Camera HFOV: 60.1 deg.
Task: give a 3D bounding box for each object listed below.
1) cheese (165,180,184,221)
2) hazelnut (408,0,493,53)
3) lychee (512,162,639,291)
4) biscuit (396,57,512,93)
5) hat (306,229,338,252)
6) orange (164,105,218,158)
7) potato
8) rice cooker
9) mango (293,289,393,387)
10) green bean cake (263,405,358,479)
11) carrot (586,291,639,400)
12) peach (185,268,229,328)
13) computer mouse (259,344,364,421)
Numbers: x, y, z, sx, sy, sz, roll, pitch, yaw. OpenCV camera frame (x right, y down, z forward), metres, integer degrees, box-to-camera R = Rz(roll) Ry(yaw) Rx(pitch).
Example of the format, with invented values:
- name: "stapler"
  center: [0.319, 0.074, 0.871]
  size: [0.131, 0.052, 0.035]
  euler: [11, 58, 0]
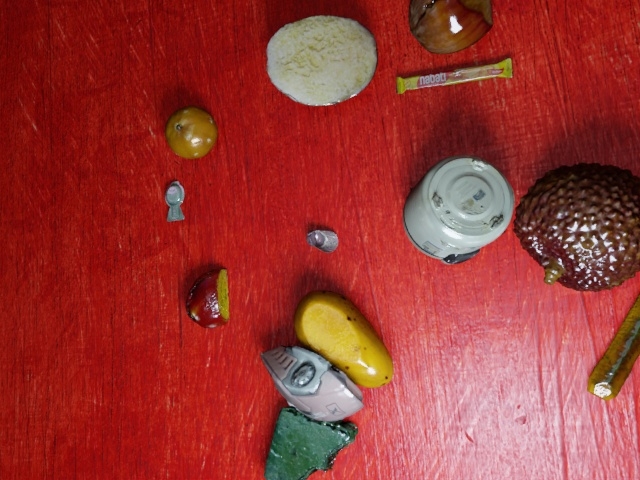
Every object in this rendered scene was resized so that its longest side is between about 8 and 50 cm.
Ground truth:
- name: "cheese"
  center: [-0.435, -0.118, 1.654]
  size: [0.067, 0.026, 0.120]
  euler: [-6, 81, 19]
- name: "hazelnut"
  center: [0.316, -0.574, 1.370]
  size: [0.181, 0.181, 0.212]
  euler: [-16, 87, -3]
- name: "lychee"
  center: [0.554, -0.030, 1.162]
  size: [0.276, 0.275, 0.304]
  euler: [35, 74, 20]
- name: "biscuit"
  center: [0.338, -0.419, 1.421]
  size: [0.292, 0.026, 0.048]
  euler: [-4, 101, 19]
- name: "hat"
  center: [0.002, 0.001, 1.480]
  size: [0.087, 0.042, 0.058]
  euler: [11, 89, -13]
- name: "orange"
  center: [-0.378, -0.315, 1.610]
  size: [0.156, 0.124, 0.156]
  euler: [-4, 78, 21]
- name: "potato"
  center: [0.008, -0.472, 1.501]
  size: [0.299, 0.116, 0.239]
  euler: [-5, 88, 8]
- name: "rice cooker"
  center: [0.311, -0.067, 1.272]
  size: [0.226, 0.244, 0.225]
  euler: [2, 76, -8]
- name: "mango"
  center: [0.060, 0.243, 1.337]
  size: [0.290, 0.191, 0.160]
  euler: [42, 89, 23]
- name: "green bean cake"
  center: [-0.024, 0.527, 1.376]
  size: [0.194, 0.107, 0.208]
  euler: [16, 89, 18]
- name: "carrot"
  center: [0.674, 0.201, 1.199]
  size: [0.066, 0.066, 0.314]
  euler: [28, 89, 21]
- name: "peach"
  center: [-0.309, 0.159, 1.536]
  size: [0.127, 0.092, 0.172]
  euler: [19, 91, 24]
- name: "computer mouse"
  center: [-0.049, 0.344, 1.325]
  size: [0.389, 0.199, 0.115]
  euler: [1, 45, 54]
